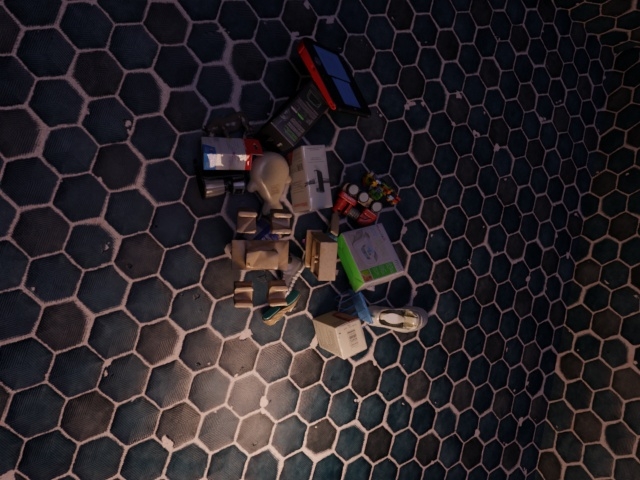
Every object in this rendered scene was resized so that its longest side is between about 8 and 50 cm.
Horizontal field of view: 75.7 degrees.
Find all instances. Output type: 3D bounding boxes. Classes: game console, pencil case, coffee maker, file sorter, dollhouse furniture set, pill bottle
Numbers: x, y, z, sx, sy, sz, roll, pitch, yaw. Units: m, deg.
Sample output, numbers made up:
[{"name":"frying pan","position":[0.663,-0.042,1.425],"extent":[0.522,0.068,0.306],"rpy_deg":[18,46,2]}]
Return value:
[{"name":"game console","position":[0.072,-0.699,1.794],"extent":[0.341,0.060,0.387],"rpy_deg":[60,31,6]},{"name":"pencil case","position":[0.000,0.000,1.900],"extent":[0.152,0.070,0.064],"rpy_deg":[-14,131,-28]},{"name":"coffee maker","position":[-0.406,-0.261,1.675],"extent":[0.179,0.120,0.171],"rpy_deg":[-12,94,-26]},{"name":"file sorter","position":[0.153,0.330,1.947],"extent":[0.105,0.118,0.170],"rpy_deg":[-27,101,-19]},{"name":"dollhouse furniture set","position":[-0.159,0.053,1.661],"extent":[0.395,0.256,0.361],"rpy_deg":[1,100,-15]},{"name":"pill bottle","position":[-0.271,0.008,1.738],"extent":[0.219,0.123,0.122],"rpy_deg":[-46,108,-18]}]

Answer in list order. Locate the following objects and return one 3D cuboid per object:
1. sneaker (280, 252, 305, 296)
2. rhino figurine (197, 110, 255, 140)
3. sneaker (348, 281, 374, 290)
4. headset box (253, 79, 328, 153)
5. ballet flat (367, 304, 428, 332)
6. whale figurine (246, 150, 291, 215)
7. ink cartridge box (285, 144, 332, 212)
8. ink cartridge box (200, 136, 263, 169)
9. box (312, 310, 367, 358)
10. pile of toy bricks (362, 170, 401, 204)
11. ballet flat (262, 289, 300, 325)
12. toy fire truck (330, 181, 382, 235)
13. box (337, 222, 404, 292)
[{"name":"sneaker","position":[-0.171,0.152,1.817],"extent":[0.132,0.086,0.228],"rpy_deg":[38,64,-16]},{"name":"rhino figurine","position":[-0.395,-0.460,1.706],"extent":[0.244,0.073,0.106],"rpy_deg":[-26,105,-22]},{"name":"sneaker","position":[0.202,0.208,2.009],"extent":[0.152,0.054,0.061],"rpy_deg":[16,74,-31]},{"name":"headset box","position":[-0.129,-0.500,1.738],"extent":[0.131,0.246,0.283],"rpy_deg":[44,74,-20]},{"name":"ballet flat","position":[0.408,0.396,2.061],"extent":[0.401,0.139,0.139],"rpy_deg":[10,86,-26]},{"name":"whale figurine","position":[-0.230,-0.250,1.771],"extent":[0.217,0.141,0.271],"rpy_deg":[-22,123,-31]},{"name":"ink cartridge box","position":[-0.053,-0.263,1.800],"extent":[0.114,0.197,0.272],"rpy_deg":[-9,94,-25]},{"name":"ink cartridge box","position":[-0.356,-0.348,1.651],"extent":[0.231,0.134,0.077],"rpy_deg":[-2,132,-20]},{"name":"box","position":[0.083,0.416,1.847],"extent":[0.127,0.232,0.148],"rpy_deg":[-18,98,-25]},{"name":"pile of toy bricks","position":[0.290,-0.235,2.031],"extent":[0.212,0.118,0.105],"rpy_deg":[32,116,-33]},{"name":"ballet flat","position":[-0.168,0.302,1.830],"extent":[0.206,0.073,0.067],"rpy_deg":[-35,132,-19]},{"name":"toy fire truck","position":[0.145,-0.126,1.941],"extent":[0.217,0.158,0.246],"rpy_deg":[34,96,-17]},{"name":"box","position":[0.224,0.078,1.927],"extent":[0.231,0.126,0.261],"rpy_deg":[-14,70,-24]}]
